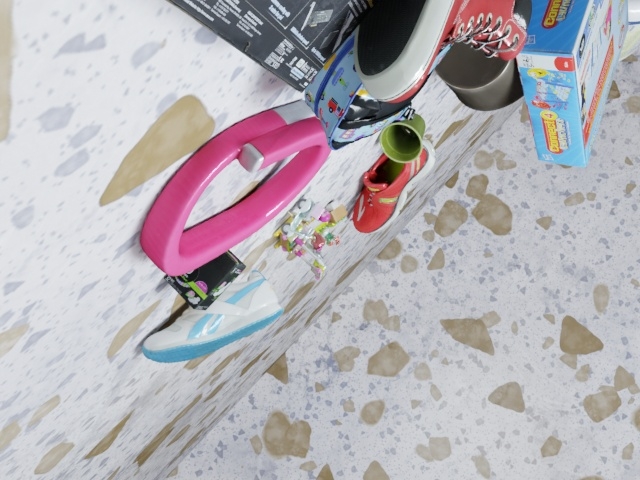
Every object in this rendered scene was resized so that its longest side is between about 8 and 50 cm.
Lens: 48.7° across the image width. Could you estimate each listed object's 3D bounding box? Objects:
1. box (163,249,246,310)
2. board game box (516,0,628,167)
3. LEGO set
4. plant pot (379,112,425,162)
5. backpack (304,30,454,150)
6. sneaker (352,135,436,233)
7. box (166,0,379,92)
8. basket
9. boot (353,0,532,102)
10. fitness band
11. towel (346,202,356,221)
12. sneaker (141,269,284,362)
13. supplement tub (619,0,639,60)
[{"bbox_3d":[-0.152,0.042,0.938,0.083,0.062,0.052,-46,169,0],"label":"box"},{"bbox_3d":[0.419,-0.330,1.148,0.308,0.086,0.302,-67,150,-18],"label":"board game box"},{"bbox_3d":[0.000,0.000,1.315,0.132,0.107,0.287,-48,171,9],"label":"LEGO set"},{"bbox_3d":[0.164,-0.201,1.330,0.079,0.083,0.083,-55,179,-46],"label":"plant pot"},{"bbox_3d":[0.046,-0.179,0.723,0.173,0.117,0.158,-39,168,-43],"label":"backpack"},{"bbox_3d":[0.128,-0.120,1.512,0.118,0.107,0.279,-12,146,-41],"label":"sneaker"},{"bbox_3d":[0.002,-0.230,0.432,0.242,0.076,0.307,-49,171,11],"label":"box"},{"bbox_3d":[0.267,-0.302,1.138,0.204,0.154,0.227,-51,166,24],"label":"basket"},{"bbox_3d":[0.126,-0.187,0.633,0.088,0.176,0.244,-9,-128,43],"label":"boot"},{"bbox_3d":[-0.088,-0.059,0.831,0.291,0.054,0.209,-33,164,-53],"label":"fitness band"},{"bbox_3d":[0.147,-0.123,1.715,0.144,0.029,0.197,-52,170,34],"label":"towel"},{"bbox_3d":[-0.178,0.123,1.122,0.228,0.092,0.087,-21,163,-23],"label":"sneaker"},{"bbox_3d":[0.581,-0.498,1.440,0.235,0.235,0.325,-46,171,-3],"label":"supplement tub"}]
